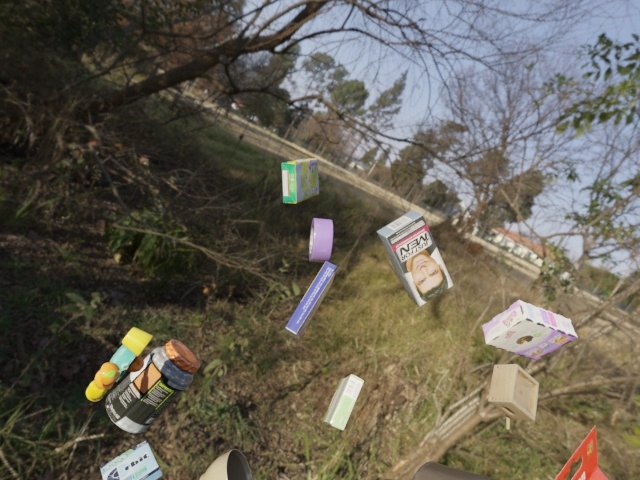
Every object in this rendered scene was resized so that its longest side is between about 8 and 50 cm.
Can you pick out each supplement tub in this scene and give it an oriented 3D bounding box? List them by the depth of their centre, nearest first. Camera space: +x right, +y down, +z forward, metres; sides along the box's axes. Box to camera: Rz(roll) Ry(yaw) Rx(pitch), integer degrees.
[{"bbox_3d":[-0.619,0.538,1.530,0.193,0.316,0.193,44,-5,5],"label":"supplement tub"}]

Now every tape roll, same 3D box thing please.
[{"bbox_3d":[0.000,0.000,1.750,0.080,0.188,0.189,4,13,-7],"label":"tape roll"}]

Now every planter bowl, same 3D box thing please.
[{"bbox_3d":[-0.276,0.698,1.162,0.162,0.109,0.161,-23,90,-86],"label":"planter bowl"}]

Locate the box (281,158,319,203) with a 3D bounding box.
[{"bbox_3d":[-0.046,-0.165,1.096,0.043,0.105,0.179,6,16,23],"label":"box"}]

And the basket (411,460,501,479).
[{"bbox_3d":[0.299,0.516,0.752,0.227,0.154,0.205,-16,-1,39],"label":"basket"}]

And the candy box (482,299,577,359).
[{"bbox_3d":[0.625,0.274,1.230,0.197,0.164,0.070,20,45,-14],"label":"candy box"}]

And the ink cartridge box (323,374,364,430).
[{"bbox_3d":[0.076,0.566,1.426,0.056,0.171,0.235,25,-23,6],"label":"ink cartridge box"}]

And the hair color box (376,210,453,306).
[{"bbox_3d":[0.415,0.080,1.777,0.374,0.186,0.113,61,-6,-21],"label":"hair color box"}]

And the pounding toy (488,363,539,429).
[{"bbox_3d":[0.539,0.442,1.146,0.141,0.130,0.100,39,-34,-18],"label":"pounding toy"}]

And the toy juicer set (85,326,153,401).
[{"bbox_3d":[-0.593,0.389,1.212,0.090,0.209,0.329,37,-36,-10],"label":"toy juicer set"}]

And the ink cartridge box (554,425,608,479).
[{"bbox_3d":[0.399,0.429,0.597,0.189,0.232,0.066,-18,18,-36],"label":"ink cartridge box"}]

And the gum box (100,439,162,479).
[{"bbox_3d":[-0.623,0.758,1.339,0.157,0.041,0.185,-26,19,-31],"label":"gum box"}]

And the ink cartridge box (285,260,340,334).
[{"bbox_3d":[-0.034,0.234,1.603,0.072,0.303,0.307,30,-18,10],"label":"ink cartridge box"}]
